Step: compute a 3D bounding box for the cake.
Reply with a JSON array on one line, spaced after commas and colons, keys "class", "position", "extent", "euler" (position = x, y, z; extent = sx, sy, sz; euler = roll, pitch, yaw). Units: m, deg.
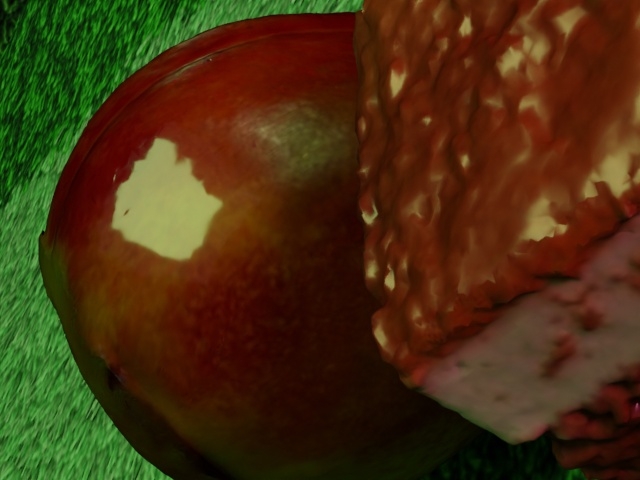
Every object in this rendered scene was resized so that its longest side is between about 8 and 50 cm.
[{"class": "cake", "position": [0.204, -0.040, 0.959], "extent": [0.270, 0.319, 0.269], "euler": [-43, 41, 41]}]

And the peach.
[{"class": "peach", "position": [0.000, 0.000, 1.285], "extent": [0.370, 0.370, 0.370], "euler": [-41, 36, 40]}]
